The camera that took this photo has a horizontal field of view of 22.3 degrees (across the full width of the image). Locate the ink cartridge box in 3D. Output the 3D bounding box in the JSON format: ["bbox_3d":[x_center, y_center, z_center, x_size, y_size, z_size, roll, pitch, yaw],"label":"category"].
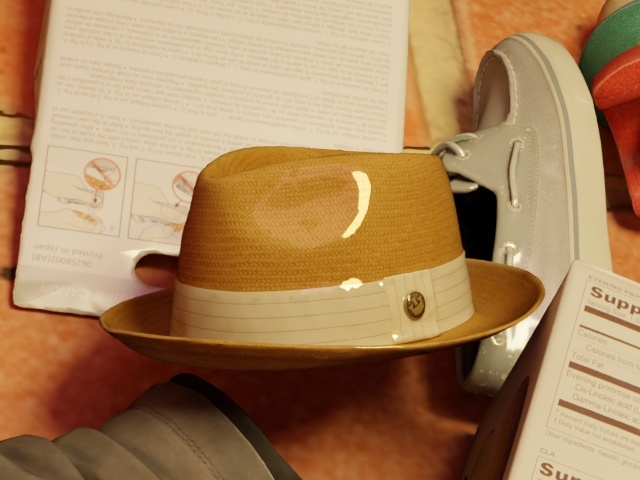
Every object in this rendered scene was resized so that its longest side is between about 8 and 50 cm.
[{"bbox_3d":[-0.054,-0.057,0.831,0.189,0.066,0.232,8,70,-10],"label":"ink cartridge box"}]

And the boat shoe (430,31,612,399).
[{"bbox_3d":[0.091,-0.019,0.808,0.081,0.079,0.227,9,52,-15],"label":"boat shoe"}]

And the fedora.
[{"bbox_3d":[0.000,0.000,0.687,0.194,0.079,0.194,-4,9,1],"label":"fedora"}]

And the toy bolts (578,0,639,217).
[{"bbox_3d":[0.259,-0.091,0.891,0.229,0.218,0.158,-12,32,12],"label":"toy bolts"}]

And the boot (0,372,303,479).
[{"bbox_3d":[-0.140,0.096,0.637,0.223,0.118,0.338,-21,71,-33],"label":"boot"}]

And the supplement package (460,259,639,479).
[{"bbox_3d":[0.111,0.153,0.631,0.134,0.139,0.244,23,48,2],"label":"supplement package"}]
